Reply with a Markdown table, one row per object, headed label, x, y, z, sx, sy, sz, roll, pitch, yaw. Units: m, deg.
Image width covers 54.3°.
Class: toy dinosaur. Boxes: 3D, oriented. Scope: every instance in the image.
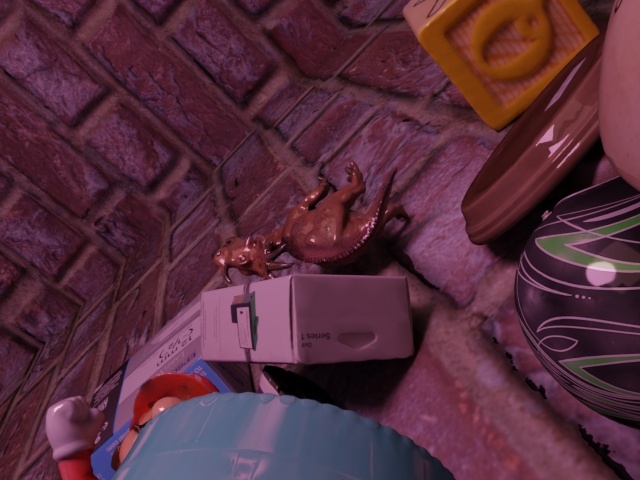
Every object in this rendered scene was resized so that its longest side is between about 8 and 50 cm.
| label | x | y | z | sx | sy | sz | roll | pitch | yaw |
| --- | --- | --- | --- | --- | --- | --- | --- | --- | --- |
| toy dinosaur | 0.000 | 0.000 | 0.888 | 0.296 | 0.127 | 0.200 | -17 | 24 | 46 |

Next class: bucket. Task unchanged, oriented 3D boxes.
| label | x | y | z | sx | sy | sz | roll | pitch | yaw |
| --- | --- | --- | --- | --- | --- | --- | --- | --- | --- |
| bucket | -0.032 | 0.235 | 0.359 | 0.281 | 0.281 | 0.183 | -33 | 23 | 33 |

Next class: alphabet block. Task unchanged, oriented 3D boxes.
| label | x | y | z | sx | sy | sz | roll | pitch | yaw |
| --- | --- | --- | --- | --- | --- | --- | --- | --- | --- |
| alphabet block | 0.254 | -0.312 | 0.911 | 0.192 | 0.193 | 0.197 | -40 | 21 | 21 |

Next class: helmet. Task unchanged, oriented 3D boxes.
| label | x | y | z | sx | sy | sz | roll | pitch | yaw |
| --- | --- | --- | --- | --- | --- | --- | --- | --- | --- |
| helmet | 0.210 | 0.038 | 0.397 | 0.162 | 0.169 | 0.169 | -22 | 27 | 15 |

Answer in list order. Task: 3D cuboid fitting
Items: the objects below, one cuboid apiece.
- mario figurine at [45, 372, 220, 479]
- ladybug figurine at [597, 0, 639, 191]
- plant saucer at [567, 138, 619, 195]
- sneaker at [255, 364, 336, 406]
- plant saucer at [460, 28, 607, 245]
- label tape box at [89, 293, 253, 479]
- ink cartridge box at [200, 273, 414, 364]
| label | x | y | z | sx | sy | sz | roll | pitch | yaw |
| --- | --- | --- | --- | --- | --- | --- | --- | --- | --- |
| mario figurine | -0.165 | 0.230 | 0.565 | 0.170 | 0.198 | 0.320 | -35 | 20 | 26 |
| ladybug figurine | 0.334 | -0.171 | 0.279 | 0.449 | 0.162 | 0.305 | -30 | 26 | -1 |
| plant saucer | 0.335 | -0.142 | 0.544 | 0.310 | 0.050 | 0.310 | -45 | 8 | 8 |
| sneaker | -0.017 | 0.235 | 0.603 | 0.124 | 0.107 | 0.283 | -63 | 18 | 3 |
| plant saucer | 0.236 | -0.114 | 0.655 | 0.278 | 0.041 | 0.278 | -52 | -2 | -2 |
| label tape box | -0.226 | 0.249 | 0.898 | 0.249 | 0.115 | 0.347 | -42 | 17 | 3 |
| ink cartridge box | -0.022 | 0.094 | 0.725 | 0.219 | 0.160 | 0.092 | -15 | 75 | 54 |
